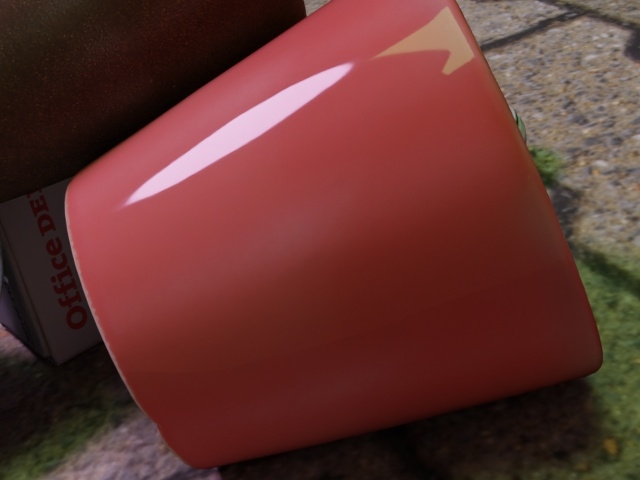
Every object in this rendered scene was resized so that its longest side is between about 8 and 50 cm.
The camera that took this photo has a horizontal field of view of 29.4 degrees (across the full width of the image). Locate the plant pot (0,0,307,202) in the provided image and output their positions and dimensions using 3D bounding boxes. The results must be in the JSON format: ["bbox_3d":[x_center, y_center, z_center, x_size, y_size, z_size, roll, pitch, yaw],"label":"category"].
[{"bbox_3d":[-0.164,-0.130,0.762,0.230,0.215,0.215,-43,35,-16],"label":"plant pot"}]

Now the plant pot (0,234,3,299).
[{"bbox_3d":[-0.370,0.042,0.836,0.290,0.290,0.195,-26,-8,-21],"label":"plant pot"}]

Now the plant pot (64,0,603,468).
[{"bbox_3d":[0.000,0.000,0.725,0.243,0.275,0.275,-23,26,4],"label":"plant pot"}]

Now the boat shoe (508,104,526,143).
[{"bbox_3d":[0.036,-0.050,0.932,0.335,0.119,0.121,-33,32,-32],"label":"boat shoe"}]

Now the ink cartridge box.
[{"bbox_3d":[-0.147,-0.059,0.955,0.273,0.197,0.114,-30,29,-29],"label":"ink cartridge box"}]
